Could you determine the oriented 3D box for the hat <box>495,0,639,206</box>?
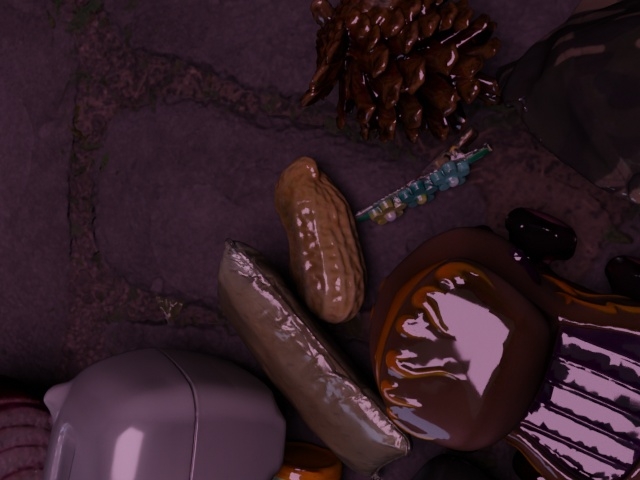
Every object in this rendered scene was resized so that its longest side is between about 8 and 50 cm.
[{"bbox_3d":[0.362,-0.188,0.806,0.366,0.257,0.382,26,94,14],"label":"hat"}]

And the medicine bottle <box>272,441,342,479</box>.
[{"bbox_3d":[-0.033,0.340,1.076,0.096,0.096,0.192,10,96,18],"label":"medicine bottle"}]

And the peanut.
[{"bbox_3d":[0.000,0.000,1.051,0.083,0.093,0.194,-14,79,-14],"label":"peanut"}]

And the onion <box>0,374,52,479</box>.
[{"bbox_3d":[-0.441,0.328,1.126,0.260,0.282,0.337,-3,111,39],"label":"onion"}]

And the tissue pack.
[{"bbox_3d":[-0.192,0.294,1.025,0.229,0.236,0.333,21,102,60],"label":"tissue pack"}]

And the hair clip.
[{"bbox_3d":[0.112,-0.062,1.026,0.173,0.049,0.049,-35,83,16],"label":"hair clip"}]

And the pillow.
[{"bbox_3d":[-0.013,0.139,1.027,0.075,0.185,0.302,-37,80,-21],"label":"pillow"}]

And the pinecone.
[{"bbox_3d":[0.090,-0.185,0.958,0.212,0.168,0.186,21,83,13],"label":"pinecone"}]

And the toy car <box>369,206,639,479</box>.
[{"bbox_3d":[0.208,0.122,0.903,0.340,0.240,0.271,24,101,15],"label":"toy car"}]

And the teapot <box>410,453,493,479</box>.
[{"bbox_3d":[0.196,0.360,0.924,0.285,0.223,0.305,34,136,5],"label":"teapot"}]
